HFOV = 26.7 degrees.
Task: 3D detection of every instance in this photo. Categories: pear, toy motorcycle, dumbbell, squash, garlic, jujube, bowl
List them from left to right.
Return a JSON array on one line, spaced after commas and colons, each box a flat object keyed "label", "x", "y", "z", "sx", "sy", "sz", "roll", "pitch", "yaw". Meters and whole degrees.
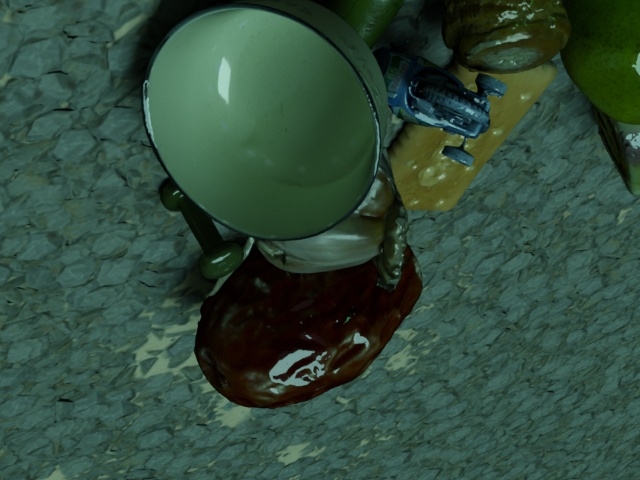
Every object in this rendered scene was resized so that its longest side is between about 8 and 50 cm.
[{"label": "dumbbell", "x": -0.126, "y": -0.015, "z": 1.426, "sx": 0.052, "sy": 0.118, "sz": 0.046, "roll": -30, "pitch": 153, "yaw": -2}, {"label": "bowl", "x": -0.036, "y": -0.128, "z": 1.266, "sx": 0.238, "sy": 0.238, "sz": 0.126, "roll": -55, "pitch": 177, "yaw": 36}, {"label": "jujube", "x": -0.014, "y": 0.085, "z": 1.603, "sx": 0.290, "sy": 0.197, "sz": 0.197, "roll": -29, "pitch": 151, "yaw": -25}, {"label": "garlic", "x": 0.000, "y": 0.000, "z": 1.448, "sx": 0.207, "sy": 0.207, "sz": 0.257, "roll": 20, "pitch": 107, "yaw": -52}, {"label": "squash", "x": 0.029, "y": -0.216, "z": 1.309, "sx": 0.069, "sy": 0.069, "sz": 0.258, "roll": 1, "pitch": 138, "yaw": -40}, {"label": "toy motorcycle", "x": 0.110, "y": -0.144, "z": 1.366, "sx": 0.254, "sy": 0.135, "sz": 0.092, "roll": -9, "pitch": 124, "yaw": -82}, {"label": "pear", "x": 0.350, "y": -0.205, "z": 1.441, "sx": 0.166, "sy": 0.216, "sz": 0.180, "roll": -30, "pitch": 114, "yaw": 5}]

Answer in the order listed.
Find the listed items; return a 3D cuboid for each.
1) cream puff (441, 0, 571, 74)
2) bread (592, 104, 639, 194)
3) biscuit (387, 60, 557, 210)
[{"label": "cream puff", "x": 0.187, "y": -0.230, "z": 1.372, "sx": 0.126, "sy": 0.103, "sz": 0.144, "roll": -14, "pitch": 170, "yaw": 24}, {"label": "bread", "x": 0.492, "y": -0.201, "z": 1.614, "sx": 0.338, "sy": 0.155, "sz": 0.187, "roll": -28, "pitch": 152, "yaw": 3}, {"label": "biscuit", "x": 0.162, "y": -0.122, "z": 1.585, "sx": 0.160, "sy": 0.030, "sz": 0.250, "roll": 1, "pitch": 138, "yaw": -40}]
